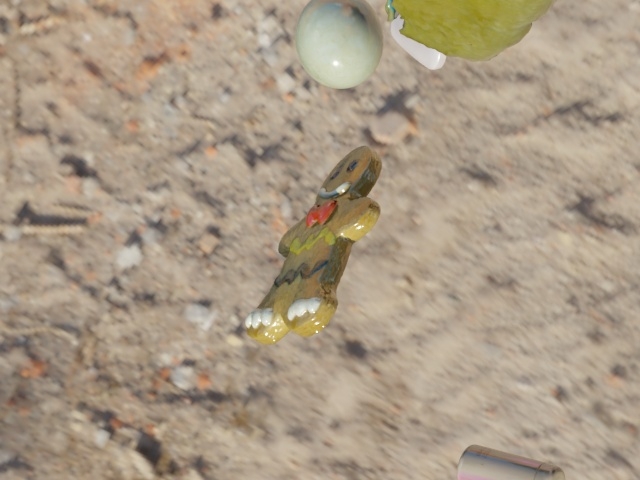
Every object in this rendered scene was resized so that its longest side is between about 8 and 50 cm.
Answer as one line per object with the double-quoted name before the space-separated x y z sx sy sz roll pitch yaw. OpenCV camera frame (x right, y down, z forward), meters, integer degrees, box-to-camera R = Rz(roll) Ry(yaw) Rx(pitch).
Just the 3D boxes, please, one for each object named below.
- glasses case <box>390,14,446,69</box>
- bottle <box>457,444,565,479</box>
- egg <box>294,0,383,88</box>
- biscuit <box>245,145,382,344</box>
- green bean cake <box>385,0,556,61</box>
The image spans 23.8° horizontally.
"glasses case" 0.100 -0.205 1.550 0.083 0.021 0.032 46 137 38
"bottle" 0.178 0.220 1.413 0.096 0.045 0.045 8 72 34
"egg" 0.024 -0.260 1.939 0.114 0.114 0.152 -25 38 15
"biscuit" -0.001 -0.001 1.537 0.158 0.035 0.240 -21 39 50
"green bean cake" 0.066 -0.301 1.146 0.310 0.285 0.202 24 69 -12
